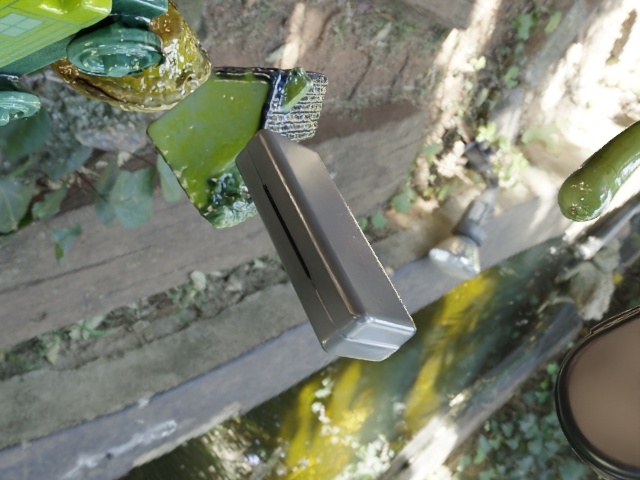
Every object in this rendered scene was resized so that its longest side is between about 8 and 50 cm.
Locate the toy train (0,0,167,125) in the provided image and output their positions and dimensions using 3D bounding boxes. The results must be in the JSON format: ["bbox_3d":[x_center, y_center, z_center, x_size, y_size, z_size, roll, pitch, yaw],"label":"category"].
[{"bbox_3d":[-0.362,-0.249,0.750,0.442,0.179,0.272,-9,176,34],"label":"toy train"}]

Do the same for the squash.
[{"bbox_3d":[0.468,-0.112,1.146,0.250,0.083,0.083,-38,154,-28],"label":"squash"}]

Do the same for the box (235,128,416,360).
[{"bbox_3d":[0.000,0.000,0.681,0.055,0.244,0.103,-43,144,22],"label":"box"}]

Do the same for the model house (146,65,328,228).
[{"bbox_3d":[-0.073,-0.147,0.935,0.211,0.170,0.194,-34,176,24],"label":"model house"}]

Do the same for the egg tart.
[{"bbox_3d":[-0.313,-0.338,1.174,0.294,0.295,0.116,-22,156,-39],"label":"egg tart"}]

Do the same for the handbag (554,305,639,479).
[{"bbox_3d":[0.491,0.215,1.007,0.308,0.254,0.093,-29,142,10],"label":"handbag"}]
